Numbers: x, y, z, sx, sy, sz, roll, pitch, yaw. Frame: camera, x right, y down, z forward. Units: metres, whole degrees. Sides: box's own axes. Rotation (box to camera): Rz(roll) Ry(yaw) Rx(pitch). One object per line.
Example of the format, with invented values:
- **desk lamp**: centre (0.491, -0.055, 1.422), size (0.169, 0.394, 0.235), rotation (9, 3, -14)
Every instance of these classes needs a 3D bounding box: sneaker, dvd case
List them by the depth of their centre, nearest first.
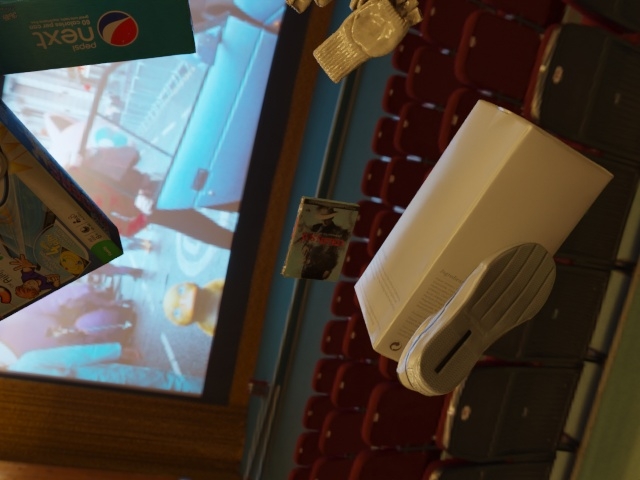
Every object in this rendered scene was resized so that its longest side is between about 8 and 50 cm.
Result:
- **sneaker**: centre (0.188, 0.091, 0.781), size (0.258, 0.094, 0.091), rotation (-37, 3, -21)
- **dvd case**: centre (0.000, 0.000, 0.871), size (0.013, 0.087, 0.119), rotation (-132, 54, -59)

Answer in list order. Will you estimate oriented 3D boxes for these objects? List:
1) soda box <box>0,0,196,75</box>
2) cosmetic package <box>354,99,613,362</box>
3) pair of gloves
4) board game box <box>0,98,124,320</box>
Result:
- **soda box**: centre (-0.227, -0.209, 0.575), size (0.071, 0.210, 0.067), rotation (91, 168, -50)
- **cosmetic package**: centre (0.223, -0.002, 0.947), size (0.385, 0.156, 0.217), rotation (-56, 16, 18)
- **pair of gloves**: centre (0.045, -0.419, 1.069), size (0.204, 0.240, 0.042), rotation (-27, 5, 21)
- **board game box**: centre (-0.247, -0.026, 0.420), size (0.035, 0.136, 0.201), rotation (60, 178, 41)
